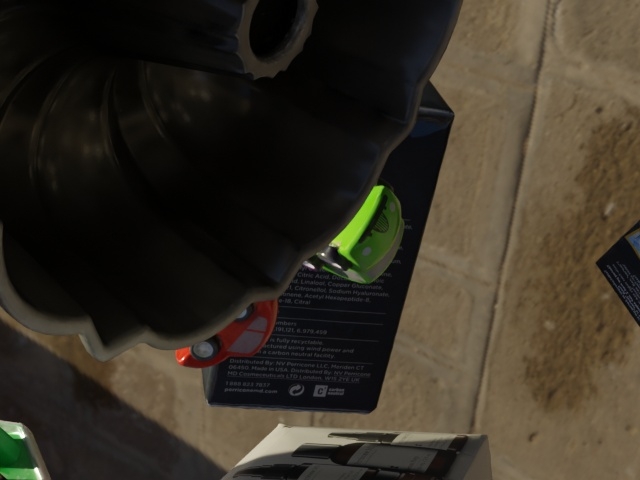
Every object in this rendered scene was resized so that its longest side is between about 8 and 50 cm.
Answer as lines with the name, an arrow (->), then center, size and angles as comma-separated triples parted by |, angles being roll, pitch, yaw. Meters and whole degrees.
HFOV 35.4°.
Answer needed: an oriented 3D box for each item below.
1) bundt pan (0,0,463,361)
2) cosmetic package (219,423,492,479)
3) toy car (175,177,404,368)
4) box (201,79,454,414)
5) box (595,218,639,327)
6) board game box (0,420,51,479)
bundt pan -> -0.064, -0.118, 0.453 | 0.124, 0.331, 0.331 | 28, 129, 27
cosmetic package -> -0.017, 0.130, 0.323 | 0.098, 0.239, 0.060 | -4, 101, 23
toy car -> 0.000, 0.000, 0.696 | 0.053, 0.239, 0.225 | 34, 167, -20
box -> -0.021, -0.041, 1.197 | 0.212, 0.293, 0.396 | 4, 119, -13
box -> 0.467, 0.018, 1.111 | 0.163, 0.247, 0.142 | 60, 159, 18
board game box -> -0.252, 0.305, 0.420 | 0.390, 0.390, 0.050 | 51, 170, 41
